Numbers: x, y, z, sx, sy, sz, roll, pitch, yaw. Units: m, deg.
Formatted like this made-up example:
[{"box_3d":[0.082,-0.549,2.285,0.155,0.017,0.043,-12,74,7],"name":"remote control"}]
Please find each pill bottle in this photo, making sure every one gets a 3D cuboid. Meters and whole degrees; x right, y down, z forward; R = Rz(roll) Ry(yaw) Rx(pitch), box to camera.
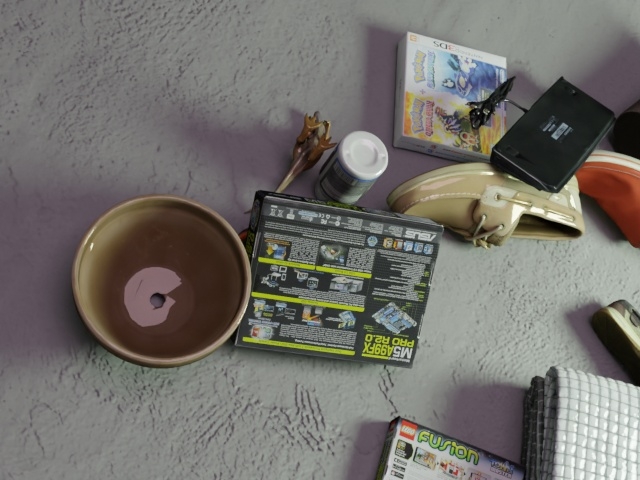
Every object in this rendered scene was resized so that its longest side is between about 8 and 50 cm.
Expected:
[{"box_3d":[0.042,-0.100,1.724,0.078,0.137,0.078,7,66,-17],"name":"pill bottle"}]

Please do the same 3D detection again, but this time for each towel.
[{"box_3d":[0.411,0.345,1.679,0.235,0.121,0.283,17,61,-15],"name":"towel"}]

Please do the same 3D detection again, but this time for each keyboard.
[{"box_3d":[0.346,-0.189,1.856,0.201,0.033,0.317,37,41,10],"name":"keyboard"}]

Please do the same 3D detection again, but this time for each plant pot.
[{"box_3d":[-0.217,0.065,1.561,0.237,0.110,0.237,4,69,-10],"name":"plant pot"}]

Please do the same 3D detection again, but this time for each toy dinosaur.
[{"box_3d":[-0.025,-0.123,1.736,0.064,0.112,0.211,33,53,1],"name":"toy dinosaur"}]

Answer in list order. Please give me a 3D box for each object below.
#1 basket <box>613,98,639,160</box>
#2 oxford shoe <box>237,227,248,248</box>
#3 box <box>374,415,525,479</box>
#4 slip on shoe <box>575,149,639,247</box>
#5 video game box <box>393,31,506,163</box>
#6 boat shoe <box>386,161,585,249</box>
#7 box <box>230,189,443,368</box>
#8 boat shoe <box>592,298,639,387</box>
[{"box_3d":[0.630,-0.206,1.989,0.227,0.154,0.204,-25,77,-24],"name":"basket"},{"box_3d":[0.000,0.000,1.708,0.271,0.097,0.098,2,37,-16],"name":"oxford shoe"},{"box_3d":[0.184,0.340,1.640,0.207,0.036,0.114,24,61,-9],"name":"box"},{"box_3d":[0.535,-0.043,1.901,0.331,0.123,0.101,33,64,-10],"name":"slip on shoe"},{"box_3d":[0.216,-0.231,1.900,0.187,0.048,0.205,10,64,-14],"name":"video game box"},{"box_3d":[0.268,-0.048,1.795,0.341,0.121,0.110,-2,67,-23],"name":"boat shoe"},{"box_3d":[0.021,0.057,1.629,0.270,0.060,0.216,9,100,-16],"name":"box"},{"box_3d":[0.523,0.186,1.811,0.073,0.080,0.223,-32,77,-24],"name":"boat shoe"}]
